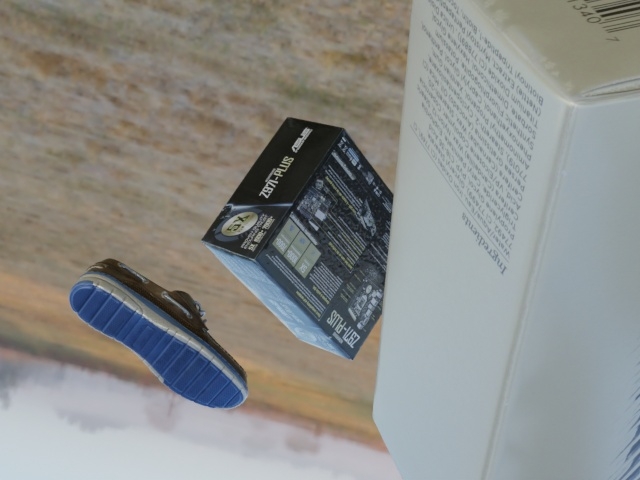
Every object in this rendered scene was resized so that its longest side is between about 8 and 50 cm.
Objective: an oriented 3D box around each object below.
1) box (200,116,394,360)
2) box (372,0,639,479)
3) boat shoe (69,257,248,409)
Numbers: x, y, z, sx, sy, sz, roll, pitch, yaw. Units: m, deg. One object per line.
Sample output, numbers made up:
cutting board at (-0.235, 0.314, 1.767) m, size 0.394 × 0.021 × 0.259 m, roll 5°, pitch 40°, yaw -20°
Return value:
box at (0.000, 0.000, 0.997) m, size 0.077 × 0.147 × 0.180 m, roll 17°, pitch 158°, yaw 43°
box at (0.090, 0.017, 0.442) m, size 0.094 × 0.113 × 0.275 m, roll -14°, pitch 137°, yaw -16°
boat shoe at (-0.133, 0.077, 0.962) m, size 0.183 × 0.066 × 0.066 m, roll 40°, pitch 126°, yaw -11°
